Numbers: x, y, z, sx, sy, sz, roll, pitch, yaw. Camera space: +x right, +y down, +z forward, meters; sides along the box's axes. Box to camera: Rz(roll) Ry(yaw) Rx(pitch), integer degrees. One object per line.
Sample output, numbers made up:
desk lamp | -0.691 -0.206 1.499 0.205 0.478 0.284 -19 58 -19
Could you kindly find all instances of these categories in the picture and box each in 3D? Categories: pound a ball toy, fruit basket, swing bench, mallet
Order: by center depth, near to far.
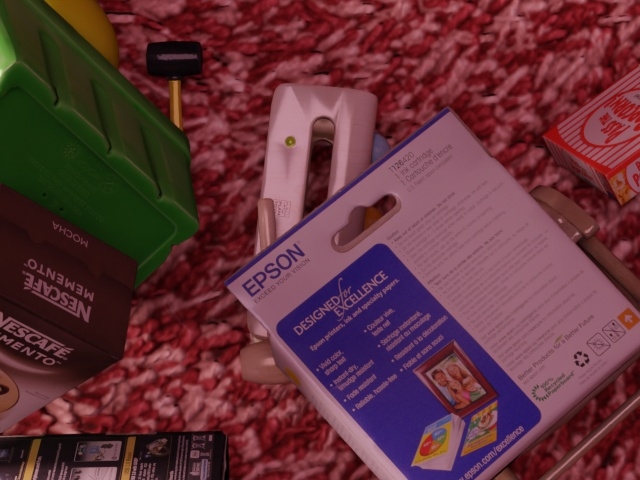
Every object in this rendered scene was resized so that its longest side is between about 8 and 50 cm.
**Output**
fruit basket | -0.313 -0.137 1.851 0.283 0.392 0.392 -43 85 3
pound a ball toy | 0.000 0.000 1.868 0.136 0.208 0.319 6 82 0
swing bench | 0.218 0.108 1.881 0.253 0.165 0.254 -41 85 -5
mallet | -0.148 -0.127 1.971 0.062 0.039 0.189 -9 87 1

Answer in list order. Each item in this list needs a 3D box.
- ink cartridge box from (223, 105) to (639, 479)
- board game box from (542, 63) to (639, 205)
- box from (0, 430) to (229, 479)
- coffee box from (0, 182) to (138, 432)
ink cartridge box | 0.115 0.073 1.751 0.304 0.072 0.307 -38 76 -18
board game box | 0.354 -0.130 1.926 0.193 0.147 0.045 -37 119 -6
box | -0.249 0.319 1.708 0.318 0.395 0.097 0 116 -2
coffee box | -0.332 0.087 1.711 0.168 0.297 0.118 32 45 -30
